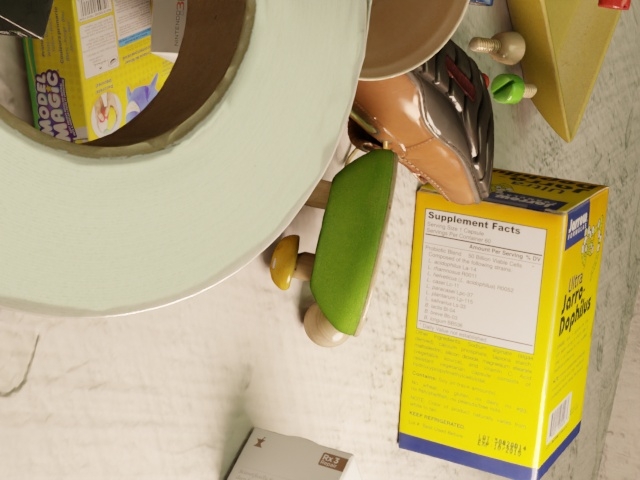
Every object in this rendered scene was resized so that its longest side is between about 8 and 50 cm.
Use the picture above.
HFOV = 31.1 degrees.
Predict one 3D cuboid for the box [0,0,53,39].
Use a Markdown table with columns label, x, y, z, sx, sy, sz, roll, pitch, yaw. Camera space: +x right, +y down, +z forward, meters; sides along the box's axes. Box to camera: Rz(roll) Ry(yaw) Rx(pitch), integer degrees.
| label | x | y | z | sx | sy | sz | roll | pitch | yaw |
| --- | --- | --- | --- | --- | --- | --- | --- | --- | --- |
| box | -0.203 | -0.165 | 0.691 | 0.083 | 0.052 | 0.062 | 27 | 76 | -63 |

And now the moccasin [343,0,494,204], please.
| label | x | y | z | sx | sy | sz | roll | pitch | yaw |
| --- | --- | --- | --- | --- | --- | --- | --- | --- | --- |
| moccasin | 0.080 | -0.137 | 1.183 | 0.380 | 0.147 | 0.139 | 31 | 58 | -58 |

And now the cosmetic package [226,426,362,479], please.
| label | x | y | z | sx | sy | sz | roll | pitch | yaw |
| --- | --- | --- | --- | --- | --- | --- | --- | --- | --- |
| cosmetic package | -0.008 | 0.300 | 1.185 | 0.085 | 0.117 | 0.231 | -61 | 147 | -34 |

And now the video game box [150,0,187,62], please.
| label | x | y | z | sx | sy | sz | roll | pitch | yaw |
| --- | --- | --- | --- | --- | --- | --- | --- | --- | --- |
| video game box | -0.073 | -0.216 | 0.852 | 0.205 | 0.048 | 0.187 | -6 | 98 | -81 |

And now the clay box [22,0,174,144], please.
| label | x | y | z | sx | sy | sz | roll | pitch | yaw |
| --- | --- | --- | --- | --- | --- | --- | --- | --- | --- |
| clay box | -0.147 | -0.081 | 0.832 | 0.127 | 0.053 | 0.222 | -40 | 135 | -55 |

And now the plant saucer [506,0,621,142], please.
| label | x | y | z | sx | sy | sz | roll | pitch | yaw |
| --- | --- | --- | --- | --- | --- | --- | --- | --- | --- |
| plant saucer | 0.356 | -0.369 | 1.673 | 0.333 | 0.081 | 0.333 | -64 | 151 | -26 |

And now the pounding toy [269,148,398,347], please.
| label | x | y | z | sx | sy | sz | roll | pitch | yaw |
| --- | --- | --- | --- | --- | --- | --- | --- | --- | --- |
| pounding toy | 0.000 | 0.000 | 1.131 | 0.237 | 0.110 | 0.183 | 107 | -5 | -72 |

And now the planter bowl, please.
| label | x | y | z | sx | sy | sz | roll | pitch | yaw |
| --- | --- | --- | --- | --- | --- | --- | --- | --- | --- |
| planter bowl | 0.030 | -0.226 | 0.941 | 0.162 | 0.109 | 0.162 | -10 | 119 | -17 |

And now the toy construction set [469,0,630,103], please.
| label | x | y | z | sx | sy | sz | roll | pitch | yaw |
| --- | --- | --- | --- | --- | --- | --- | --- | --- | --- |
| toy construction set | 0.183 | -0.296 | 1.280 | 0.237 | 0.257 | 0.309 | -5 | 129 | -44 |

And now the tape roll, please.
| label | x | y | z | sx | sy | sz | roll | pitch | yaw |
| --- | --- | --- | --- | --- | --- | --- | --- | --- | --- |
| tape roll | -0.136 | -0.150 | 0.650 | 0.392 | 0.072 | 0.392 | -4 | 95 | -40 |

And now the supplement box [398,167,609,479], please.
| label | x | y | z | sx | sy | sz | roll | pitch | yaw |
| --- | --- | --- | --- | --- | --- | --- | --- | --- | --- |
| supplement box | 0.238 | 0.100 | 1.499 | 0.195 | 0.194 | 0.357 | -24 | 121 | -58 |
